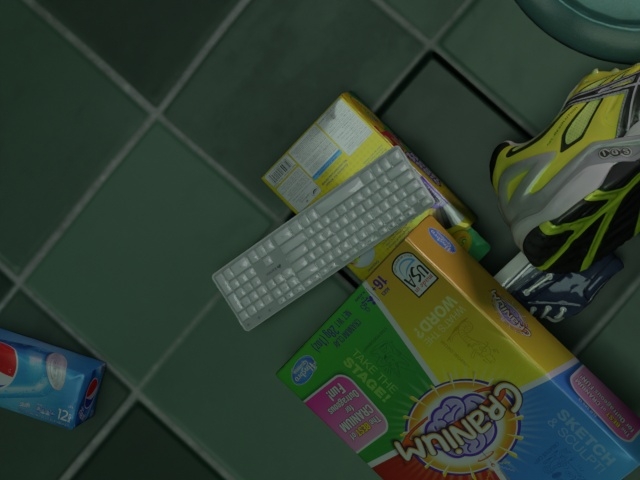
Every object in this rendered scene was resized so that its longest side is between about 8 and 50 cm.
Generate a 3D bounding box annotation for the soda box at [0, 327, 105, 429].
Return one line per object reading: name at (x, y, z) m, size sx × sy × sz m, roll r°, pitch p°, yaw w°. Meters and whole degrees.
soda box at (-0.349, 0.140, 1.830) m, size 0.210 × 0.071 × 0.067 m, roll 16°, pitch 100°, yaw 10°

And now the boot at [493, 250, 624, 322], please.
boot at (0.217, 0.060, 1.700) m, size 0.190 × 0.069 × 0.086 m, roll -45°, pitch 81°, yaw 13°

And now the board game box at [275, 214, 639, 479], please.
board game box at (0.143, 0.165, 1.688) m, size 0.316 × 0.064 × 0.242 m, roll 44°, pitch 125°, yaw 3°

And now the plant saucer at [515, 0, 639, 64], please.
plant saucer at (0.320, -0.332, 1.647) m, size 0.317 × 0.044 × 0.318 m, roll 2°, pitch 98°, yaw 12°

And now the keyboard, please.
keyboard at (0.000, 0.000, 1.718) m, size 0.256 × 0.014 × 0.072 m, roll -35°, pitch 91°, yaw 22°

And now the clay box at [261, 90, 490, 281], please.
clay box at (0.062, -0.033, 1.731) m, size 0.222 × 0.053 × 0.127 m, roll 46°, pitch 107°, yaw 2°

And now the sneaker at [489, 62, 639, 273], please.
sneaker at (0.330, -0.133, 1.617) m, size 0.384 × 0.145 × 0.147 m, roll -33°, pitch 55°, yaw 0°
